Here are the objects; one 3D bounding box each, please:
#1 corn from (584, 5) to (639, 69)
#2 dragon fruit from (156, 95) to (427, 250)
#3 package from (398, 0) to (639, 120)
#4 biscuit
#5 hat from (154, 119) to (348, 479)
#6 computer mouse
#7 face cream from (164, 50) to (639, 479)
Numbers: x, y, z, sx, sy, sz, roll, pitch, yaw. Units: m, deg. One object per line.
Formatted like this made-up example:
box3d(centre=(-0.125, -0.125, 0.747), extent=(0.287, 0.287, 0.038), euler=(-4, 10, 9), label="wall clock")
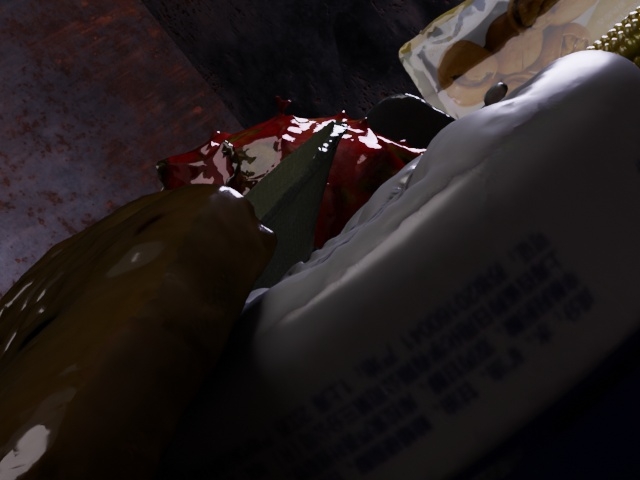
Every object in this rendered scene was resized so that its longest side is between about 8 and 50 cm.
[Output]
box3d(centre=(0.268, -0.149, 1.008), extent=(0.248, 0.081, 0.081), euler=(-38, 2, 27), label="corn")
box3d(centre=(0.000, 0.000, 1.042), extent=(0.268, 0.210, 0.205), euler=(-20, -14, 4), label="dragon fruit")
box3d(centre=(0.274, -0.190, 1.442), extent=(0.311, 0.221, 0.165), euler=(-40, -39, 14), label="package")
box3d(centre=(-0.152, 0.109, 0.447), extent=(0.359, 0.046, 0.359), euler=(-44, 11, 11), label="biscuit")
box3d(centre=(-0.040, 0.076, 0.656), extent=(0.257, 0.130, 0.257), euler=(-43, 5, 5), label="hat")
box3d(centre=(0.081, -0.055, 1.324), extent=(0.090, 0.167, 0.379), euler=(-61, 7, -26), label="computer mouse")
box3d(centre=(0.045, 0.031, 0.470), extent=(0.206, 0.111, 0.206), euler=(-39, 0, 0), label="face cream")
